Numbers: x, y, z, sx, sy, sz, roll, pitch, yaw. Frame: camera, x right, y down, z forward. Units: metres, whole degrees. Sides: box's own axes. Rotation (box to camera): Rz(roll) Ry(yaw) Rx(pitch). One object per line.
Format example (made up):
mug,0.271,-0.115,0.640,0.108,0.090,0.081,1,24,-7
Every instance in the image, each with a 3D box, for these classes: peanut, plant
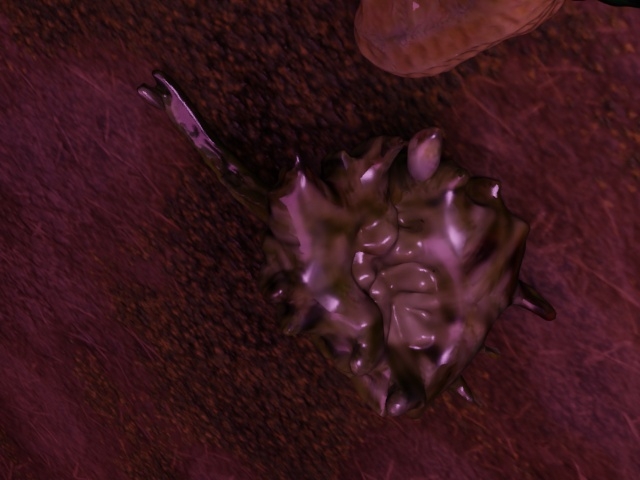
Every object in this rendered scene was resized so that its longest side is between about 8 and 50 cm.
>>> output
peanut,0.090,-0.156,0.995,0.194,0.083,0.093,-25,72,51
plant,0.026,-0.022,1.238,0.251,0.180,0.333,57,179,-30

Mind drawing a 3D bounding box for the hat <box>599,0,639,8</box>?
hat,0.131,-0.257,0.658,0.274,0.242,0.332,14,158,16
